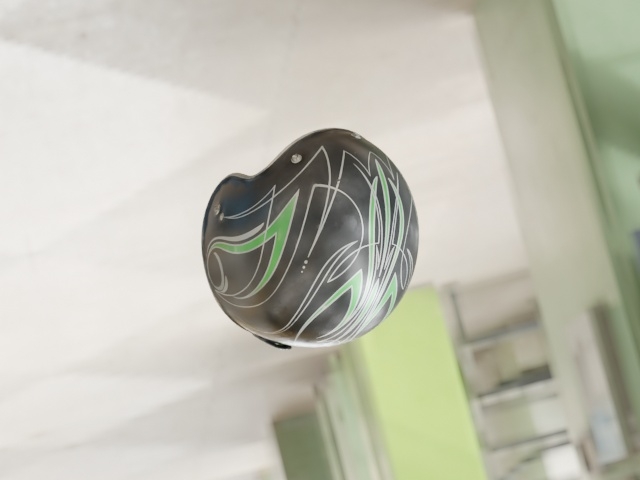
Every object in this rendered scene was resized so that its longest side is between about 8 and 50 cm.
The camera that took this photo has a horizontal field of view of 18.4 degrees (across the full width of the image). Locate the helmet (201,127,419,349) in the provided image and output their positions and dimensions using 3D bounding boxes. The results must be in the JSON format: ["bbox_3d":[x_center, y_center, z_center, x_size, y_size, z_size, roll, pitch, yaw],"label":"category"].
[{"bbox_3d":[0.000,0.000,1.585,0.169,0.169,0.161,-3,170,-43],"label":"helmet"}]
